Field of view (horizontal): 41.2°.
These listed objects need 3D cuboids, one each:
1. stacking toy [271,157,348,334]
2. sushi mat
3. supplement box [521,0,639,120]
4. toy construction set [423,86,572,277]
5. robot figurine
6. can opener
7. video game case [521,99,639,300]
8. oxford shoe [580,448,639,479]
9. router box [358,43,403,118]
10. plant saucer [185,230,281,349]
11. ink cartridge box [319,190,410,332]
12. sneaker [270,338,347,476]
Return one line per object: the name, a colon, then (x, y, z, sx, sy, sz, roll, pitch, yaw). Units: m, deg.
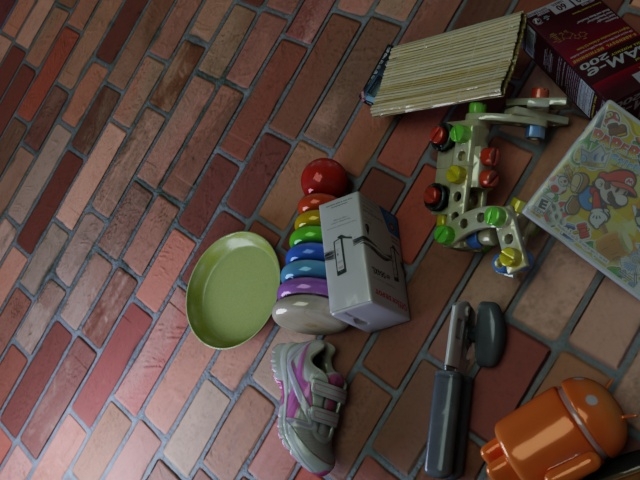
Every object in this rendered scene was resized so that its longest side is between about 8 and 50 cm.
stacking toy: (0.000, 0.000, 1.568, 0.141, 0.141, 0.331, -10, 60, 33)
sushi mat: (0.214, -0.299, 1.475, 0.316, 0.019, 0.152, -1, 67, 52)
supplement box: (0.437, -0.290, 1.353, 0.130, 0.073, 0.239, -26, 55, -9)
toy construction set: (0.280, -0.105, 1.376, 0.215, 0.151, 0.328, 2, 69, 50)
robot figurine: (0.336, 0.276, 1.204, 0.219, 0.158, 0.128, -35, 70, 13)
can opener: (0.229, 0.232, 1.335, 0.095, 0.076, 0.284, -1, 73, 36)
video game case: (0.447, -0.056, 1.242, 0.227, 0.026, 0.206, 37, 97, 5)
oxford shoe: (0.406, 0.350, 1.178, 0.212, 0.076, 0.076, -37, 79, 23)
router box: (0.141, -0.305, 1.624, 0.092, 0.038, 0.123, 29, 91, 38)
plant saucer: (-0.167, 0.101, 1.693, 0.240, 0.037, 0.241, -14, 65, 32)
ink cartridge box: (0.077, 0.040, 1.469, 0.085, 0.148, 0.203, -19, 63, 27)
sneaker: (-0.010, 0.277, 1.472, 0.111, 0.103, 0.252, -28, 59, 26)
